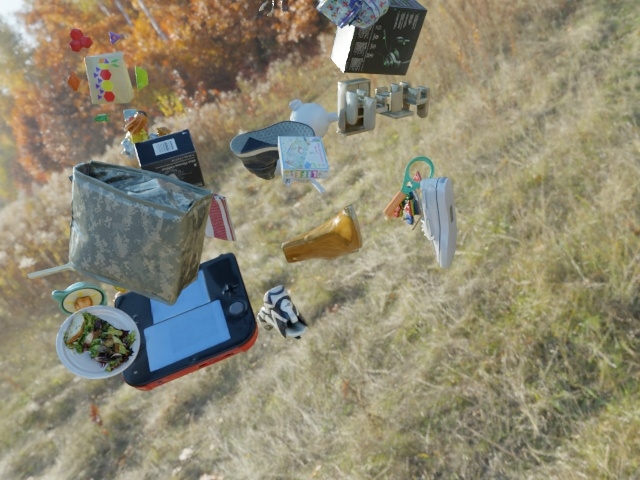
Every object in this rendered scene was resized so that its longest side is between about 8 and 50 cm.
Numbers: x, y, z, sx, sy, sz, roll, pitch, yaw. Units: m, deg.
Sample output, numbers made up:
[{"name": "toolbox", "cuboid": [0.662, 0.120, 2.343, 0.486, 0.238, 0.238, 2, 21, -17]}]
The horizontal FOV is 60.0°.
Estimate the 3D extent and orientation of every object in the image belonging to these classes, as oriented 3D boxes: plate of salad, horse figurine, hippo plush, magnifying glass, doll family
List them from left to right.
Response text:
[{"name": "plate of salad", "cuboid": [-0.560, 0.251, 1.404, 0.200, 0.199, 0.048, -50, -4, -40]}, {"name": "doll family", "cuboid": [-0.549, -0.315, 1.795, 0.163, 0.262, 0.118, -56, -3, 30]}, {"name": "horse figurine", "cuboid": [-0.214, -0.918, 1.977, 0.175, 0.263, 0.066, -62, 18, 17]}, {"name": "hippo plush", "cuboid": [-0.077, -0.307, 1.677, 0.234, 0.237, 0.294, 11, 18, -3]}, {"name": "magnifying glass", "cuboid": [0.291, -0.179, 1.850, 0.231, 0.092, 0.026, -53, -6, 11]}]

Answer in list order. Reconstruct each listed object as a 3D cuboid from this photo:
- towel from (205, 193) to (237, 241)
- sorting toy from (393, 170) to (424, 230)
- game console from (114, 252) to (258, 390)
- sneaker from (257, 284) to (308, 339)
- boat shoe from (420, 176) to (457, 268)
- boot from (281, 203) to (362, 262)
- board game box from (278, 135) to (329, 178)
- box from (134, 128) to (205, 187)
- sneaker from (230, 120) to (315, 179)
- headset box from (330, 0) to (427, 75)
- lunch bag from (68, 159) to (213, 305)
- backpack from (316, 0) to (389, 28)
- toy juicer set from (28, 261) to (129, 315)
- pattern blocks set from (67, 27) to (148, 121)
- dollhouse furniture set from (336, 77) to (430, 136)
[{"name": "towel", "cuboid": [-0.528, -0.116, 2.440, 0.328, 0.237, 0.037, 12, 41, 28]}, {"name": "sorting toy", "cuboid": [0.316, -0.126, 1.988, 0.046, 0.132, 0.275, -10, -26, -17]}, {"name": "game console", "cuboid": [-0.388, 0.220, 1.577, 0.386, 0.060, 0.342, -21, 53, -5]}, {"name": "sneaker", "cuboid": [-0.110, 0.254, 1.680, 0.094, 0.153, 0.235, -21, -29, -30]}, {"name": "boat shoe", "cuboid": [0.312, -0.048, 1.483, 0.084, 0.258, 0.095, 6, 24, 31]}, {"name": "boot", "cuboid": [0.000, -0.001, 1.489, 0.211, 0.104, 0.295, -11, -18, -2]}, {"name": "board game box", "cuboid": [-0.041, -0.191, 1.264, 0.103, 0.026, 0.154, -1, 38, -8]}, {"name": "box", "cuboid": [-0.424, -0.213, 1.573, 0.155, 0.158, 0.093, -18, 60, -11]}, {"name": "sneaker", "cuboid": [-0.113, -0.242, 1.515, 0.226, 0.163, 0.086, -7, 66, 9]}, {"name": "headset box", "cuboid": [0.209, -0.723, 1.944, 0.282, 0.247, 0.131, -6, 44, -23]}, {"name": "lunch bag", "cuboid": [-0.403, -0.026, 1.195, 0.286, 0.236, 0.169, 18, 26, 5]}, {"name": "backpack", "cuboid": [0.099, -0.674, 1.583, 0.158, 0.173, 0.117, -4, 56, 63]}, {"name": "toy juicer set", "cuboid": [-0.691, 0.160, 1.687, 0.209, 0.329, 0.090, -29, 53, -5]}, {"name": "pattern blocks set", "cuboid": [-0.779, -0.596, 2.036, 0.285, 0.325, 0.026, 4, 22, -7]}, {"name": "dollhouse furniture set", "cuboid": [0.164, -0.374, 1.638, 0.212, 0.161, 0.242, -19, 33, -31]}]
